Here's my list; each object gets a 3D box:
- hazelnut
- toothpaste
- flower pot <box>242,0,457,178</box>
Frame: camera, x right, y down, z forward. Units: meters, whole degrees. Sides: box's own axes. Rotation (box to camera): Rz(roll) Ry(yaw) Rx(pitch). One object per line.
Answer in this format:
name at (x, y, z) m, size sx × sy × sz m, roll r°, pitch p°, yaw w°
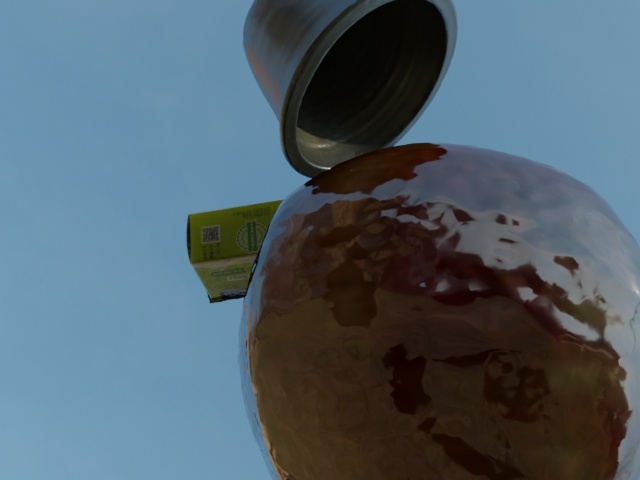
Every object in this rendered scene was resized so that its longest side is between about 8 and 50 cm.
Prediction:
hazelnut at (0.113, 0.105, 0.723) m, size 0.421 × 0.420 × 0.353 m, roll -29°, pitch -45°, yaw 29°
toothpaste at (0.000, 0.000, 0.959) m, size 0.328 × 0.077 × 0.110 m, roll -9°, pitch -31°, yaw 4°
flower pot at (0.013, -0.201, 0.814) m, size 0.148 × 0.235 × 0.235 m, roll 47°, pitch -58°, yaw 27°
